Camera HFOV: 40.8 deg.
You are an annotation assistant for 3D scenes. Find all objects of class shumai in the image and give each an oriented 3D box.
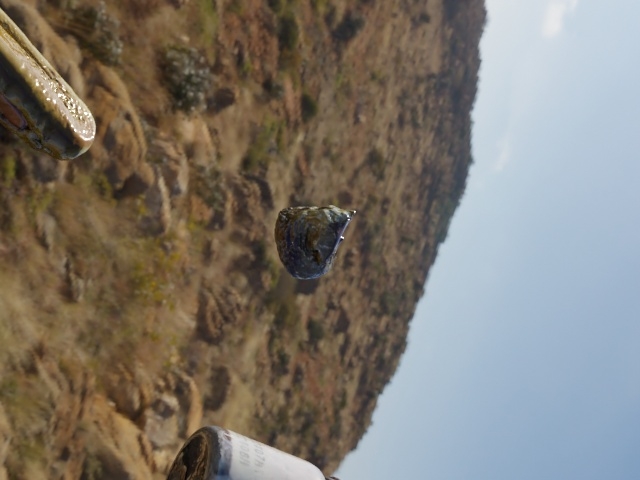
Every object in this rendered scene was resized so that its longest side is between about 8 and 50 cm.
[{"bbox_3d":[-0.012,-0.001,1.380,0.105,0.139,0.123,-18,-114,60],"label":"shumai"}]

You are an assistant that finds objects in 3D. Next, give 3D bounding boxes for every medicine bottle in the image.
[{"bbox_3d":[-0.064,0.365,1.146,0.165,0.273,0.165,-46,-152,33],"label":"medicine bottle"}]

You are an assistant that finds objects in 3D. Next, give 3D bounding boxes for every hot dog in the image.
[{"bbox_3d":[-0.301,-0.183,0.732,0.061,0.286,0.088,-23,-154,25],"label":"hot dog"}]
